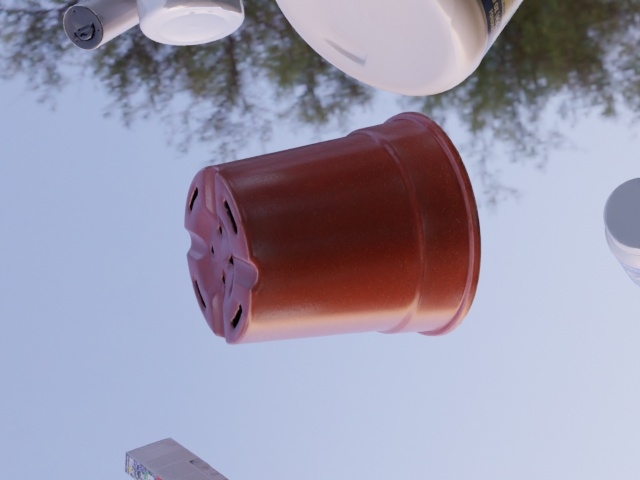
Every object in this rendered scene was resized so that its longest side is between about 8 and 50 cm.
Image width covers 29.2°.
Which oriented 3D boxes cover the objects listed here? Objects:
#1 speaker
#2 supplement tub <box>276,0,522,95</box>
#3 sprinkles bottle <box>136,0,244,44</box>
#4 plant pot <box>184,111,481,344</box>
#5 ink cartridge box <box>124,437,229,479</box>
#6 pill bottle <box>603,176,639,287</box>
[{"bbox_3d":[-0.242,-0.269,1.441,0.136,0.055,0.055,-48,-61,-52],"label":"speaker"},{"bbox_3d":[0.122,-0.329,1.213,0.235,0.235,0.324,51,-117,-31],"label":"supplement tub"},{"bbox_3d":[-0.169,-0.411,1.435,0.121,0.121,0.355,7,-110,-48],"label":"sprinkles bottle"},{"bbox_3d":[0.000,0.000,1.413,0.265,0.272,0.272,-9,-89,-25],"label":"plant pot"},{"bbox_3d":[-0.157,0.259,1.350,0.063,0.115,0.029,-13,-62,-41],"label":"ink cartridge box"},{"bbox_3d":[0.295,-0.004,1.085,0.137,0.078,0.078,35,-123,-61],"label":"pill bottle"}]
